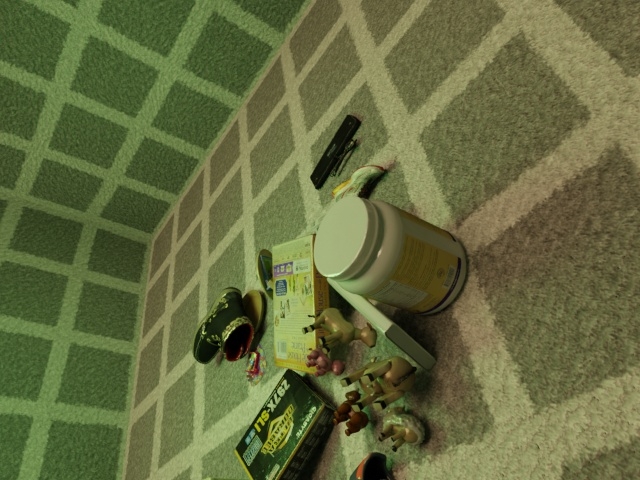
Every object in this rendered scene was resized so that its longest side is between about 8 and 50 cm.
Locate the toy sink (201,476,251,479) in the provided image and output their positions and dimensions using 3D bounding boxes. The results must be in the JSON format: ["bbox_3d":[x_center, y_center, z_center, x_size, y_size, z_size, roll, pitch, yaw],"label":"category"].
[{"bbox_3d":[-0.360,0.894,1.623,0.131,0.234,0.153,-39,41,40],"label":"toy sink"}]

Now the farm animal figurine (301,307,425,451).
[{"bbox_3d":[0.122,0.335,1.242,0.326,0.172,0.330,-4,105,54],"label":"farm animal figurine"}]

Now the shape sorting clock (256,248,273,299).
[{"bbox_3d":[-0.199,0.134,1.872,0.040,0.206,0.206,-20,50,16],"label":"shape sorting clock"}]

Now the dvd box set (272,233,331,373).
[{"bbox_3d":[-0.068,0.206,1.561,0.307,0.062,0.421,-18,73,60],"label":"dvd box set"}]

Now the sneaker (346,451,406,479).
[{"bbox_3d":[0.163,0.630,1.068,0.148,0.131,0.350,-65,31,15],"label":"sneaker"}]

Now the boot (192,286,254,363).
[{"bbox_3d":[-0.413,0.416,2.034,0.377,0.138,0.284,-59,32,7],"label":"boot"}]

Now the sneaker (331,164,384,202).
[{"bbox_3d":[0.139,-0.180,1.654,0.225,0.088,0.093,-40,62,39],"label":"sneaker"}]

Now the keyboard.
[{"bbox_3d":[0.063,-0.339,1.899,0.317,0.033,0.201,-58,26,20],"label":"keyboard"}]

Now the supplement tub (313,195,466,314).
[{"bbox_3d":[0.174,0.039,1.209,0.241,0.331,0.241,-35,45,43],"label":"supplement tub"}]

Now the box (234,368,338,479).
[{"bbox_3d":[-0.112,0.598,1.499,0.322,0.079,0.257,-56,29,-7],"label":"box"}]

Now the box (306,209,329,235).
[{"bbox_3d":[0.000,0.000,1.786,0.145,0.038,0.186,-36,43,43],"label":"box"}]

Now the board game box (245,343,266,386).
[{"bbox_3d":[-0.271,0.492,1.918,0.133,0.033,0.169,-57,33,19],"label":"board game box"}]

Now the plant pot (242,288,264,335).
[{"bbox_3d":[-0.304,0.329,2.067,0.236,0.032,0.236,-33,47,44],"label":"plant pot"}]

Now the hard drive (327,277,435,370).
[{"bbox_3d":[0.152,0.206,1.271,0.040,0.203,0.307,-48,32,-2],"label":"hard drive"}]

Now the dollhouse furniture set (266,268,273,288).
[{"bbox_3d":[-0.110,0.119,1.785,0.123,0.144,0.151,-55,-3,20],"label":"dollhouse furniture set"}]
